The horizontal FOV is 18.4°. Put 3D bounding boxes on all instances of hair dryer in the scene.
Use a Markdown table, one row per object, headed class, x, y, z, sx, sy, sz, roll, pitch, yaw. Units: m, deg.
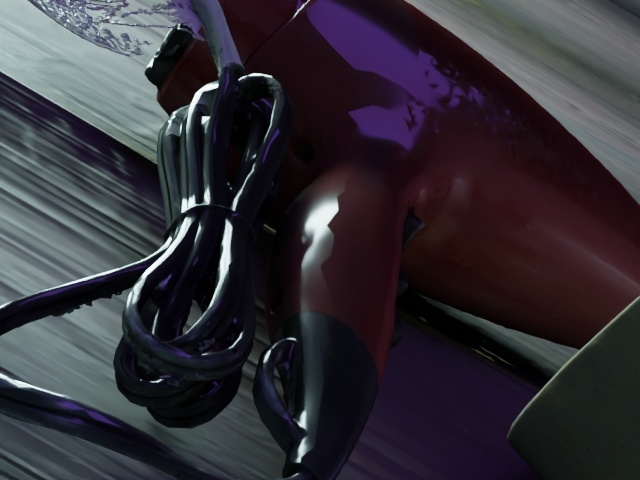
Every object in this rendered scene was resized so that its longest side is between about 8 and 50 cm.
| class | x | y | z | sx | sy | sz | roll | pitch | yaw |
| --- | --- | --- | --- | --- | --- | --- | --- | --- | --- |
| hair dryer | 0.000 | 0.000 | 0.559 | 0.293 | 0.080 | 0.223 | 6 | 46 | -40 |

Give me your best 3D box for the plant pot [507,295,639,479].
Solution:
| class | x | y | z | sx | sy | sz | roll | pitch | yaw |
| --- | --- | --- | --- | --- | --- | --- | --- | --- | --- |
| plant pot | 0.227 | 0.077 | 0.450 | 0.274 | 0.256 | 0.256 | 53 | 24 | 13 |
